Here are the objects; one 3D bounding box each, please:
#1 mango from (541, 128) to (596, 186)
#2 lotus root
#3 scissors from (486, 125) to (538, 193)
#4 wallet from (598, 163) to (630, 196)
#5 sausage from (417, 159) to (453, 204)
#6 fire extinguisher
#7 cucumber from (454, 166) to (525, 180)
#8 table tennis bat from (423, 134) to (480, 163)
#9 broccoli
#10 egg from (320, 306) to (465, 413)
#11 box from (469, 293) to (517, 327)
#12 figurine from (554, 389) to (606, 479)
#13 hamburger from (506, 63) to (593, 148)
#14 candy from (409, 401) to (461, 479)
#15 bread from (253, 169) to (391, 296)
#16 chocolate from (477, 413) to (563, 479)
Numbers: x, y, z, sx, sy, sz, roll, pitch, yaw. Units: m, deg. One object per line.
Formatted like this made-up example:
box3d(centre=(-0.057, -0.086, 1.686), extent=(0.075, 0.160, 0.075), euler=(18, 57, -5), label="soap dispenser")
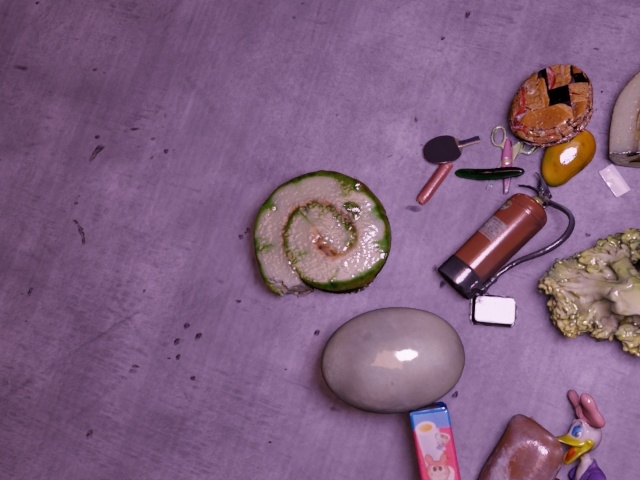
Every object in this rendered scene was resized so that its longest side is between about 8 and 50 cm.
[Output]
box3d(centre=(0.643, -0.222, 1.505), extent=(0.163, 0.089, 0.111), euler=(-39, 74, 9), label="mango")
box3d(centre=(0.878, -0.323, 1.452), extent=(0.267, 0.149, 0.260), euler=(0, 76, 29), label="lotus root")
box3d(centre=(0.510, -0.217, 1.564), extent=(0.134, 0.020, 0.187), euler=(19, 85, 20), label="scissors")
box3d(centre=(0.770, -0.157, 1.507), extent=(0.044, 0.011, 0.083), euler=(-30, 76, 5), label="wallet")
box3d(centre=(0.317, -0.162, 1.587), extent=(0.030, 0.035, 0.147), euler=(34, 89, 38), label="sausage")
box3d(centre=(0.494, 0.003, 1.474), extent=(0.376, 0.113, 0.200), euler=(-46, 64, 0), label="fire extinguisher")
box3d(centre=(0.455, -0.180, 1.550), extent=(0.184, 0.033, 0.036), euler=(2, 106, 22), label="cucumber")
box3d(centre=(0.364, -0.259, 1.593), extent=(0.158, 0.014, 0.095), euler=(-16, 57, 1), label="table tennis bat")
box3d(centre=(0.695, 0.112, 1.332), extent=(0.348, 0.281, 0.293), euler=(12, 95, 12), label="broccoli")
box3d(centre=(0.176, 0.293, 1.419), extent=(0.352, 0.258, 0.258), euler=(-7, 79, 13), label="egg")
box3d(centre=(0.447, 0.179, 1.482), extent=(0.122, 0.069, 0.084), euler=(2, 80, 12), label="box")
box3d(centre=(0.646, 0.568, 1.333), extent=(0.193, 0.154, 0.420), euler=(-23, 78, 2), label="figurine")
box3d(centre=(0.592, -0.345, 1.491), extent=(0.231, 0.107, 0.231), euler=(-14, 56, 22), label="hamburger")
box3d(centre=(0.288, 0.559, 1.401), extent=(0.100, 0.157, 0.305), euler=(-9, 79, 10), label="candy")
box3d(centre=(0.000, 0.000, 1.570), extent=(0.366, 0.129, 0.382), euler=(40, 90, 14), label="bread")
box3d(centre=(0.453, 0.547, 1.358), extent=(0.161, 0.083, 0.261), euler=(31, 101, 51), label="chocolate")
